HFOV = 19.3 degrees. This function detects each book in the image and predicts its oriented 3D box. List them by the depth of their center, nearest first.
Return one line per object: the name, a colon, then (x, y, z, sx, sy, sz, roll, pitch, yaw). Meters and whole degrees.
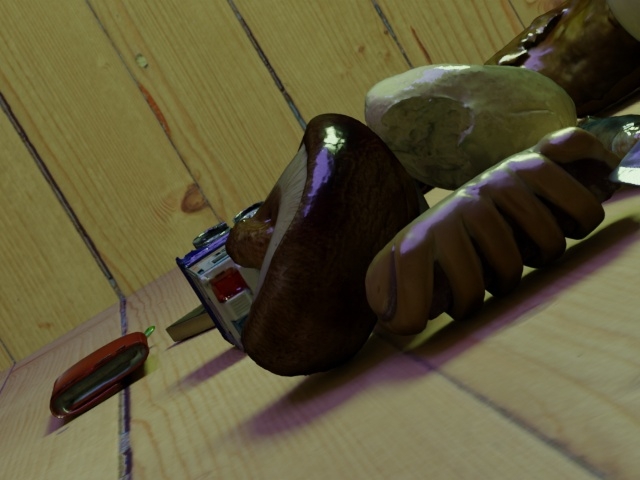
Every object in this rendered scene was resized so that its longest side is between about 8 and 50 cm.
book: (-0.078, 0.053, 2.445, 0.231, 0.026, 0.161, -35, 7, -39)

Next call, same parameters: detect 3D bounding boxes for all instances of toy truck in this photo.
toy truck: (-0.009, 0.001, 2.027, 0.268, 0.124, 0.155, -33, 12, -7)

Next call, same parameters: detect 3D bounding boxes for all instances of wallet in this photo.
wallet: (-0.277, 0.168, 2.377, 0.142, 0.045, 0.204, -33, 5, -5)

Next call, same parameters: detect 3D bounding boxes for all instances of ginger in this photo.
ginger: (0.332, -0.242, 2.168, 0.321, 0.172, 0.165, -51, 12, 10)

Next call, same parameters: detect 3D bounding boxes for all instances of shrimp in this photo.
shrimp: (0.292, -0.097, 1.595, 0.150, 0.051, 0.217, -27, 15, -26)

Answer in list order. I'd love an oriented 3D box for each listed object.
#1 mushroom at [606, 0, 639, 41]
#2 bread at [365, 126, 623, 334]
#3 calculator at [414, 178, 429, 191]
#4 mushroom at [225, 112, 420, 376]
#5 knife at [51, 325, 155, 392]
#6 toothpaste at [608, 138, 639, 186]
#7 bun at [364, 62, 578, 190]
mushroom: (0.415, -0.344, 1.942, 0.297, 0.290, 0.297, -31, 6, 4)
bread: (0.136, -0.007, 1.420, 0.225, 0.081, 0.134, -32, -11, -6)
calculator: (0.142, -0.101, 2.560, 0.330, 0.048, 0.220, -35, 8, -21)
mushroom: (0.013, 0.006, 1.545, 0.194, 0.138, 0.231, -38, 32, 55)
knife: (-0.291, 0.169, 2.560, 0.166, 0.022, 0.078, -34, 12, -15)
toothpaste: (0.363, -0.163, 1.387, 0.371, 0.080, 0.125, -50, 33, -16)
bun: (0.159, -0.110, 1.953, 0.237, 0.116, 0.210, 5, -11, -24)
